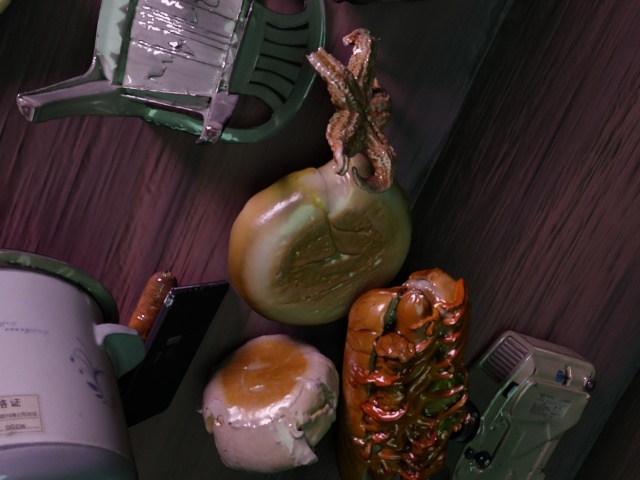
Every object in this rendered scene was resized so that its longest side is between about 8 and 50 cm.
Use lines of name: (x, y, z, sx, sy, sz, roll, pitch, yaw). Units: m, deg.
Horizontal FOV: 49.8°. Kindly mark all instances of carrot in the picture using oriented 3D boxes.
carrot: (-0.204, 0.105, 0.773, 0.035, 0.036, 0.165, 23, 103, -26)

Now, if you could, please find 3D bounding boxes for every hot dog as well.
hot dog: (0.104, 0.190, 0.826, 0.158, 0.117, 0.349, -15, 132, -22)

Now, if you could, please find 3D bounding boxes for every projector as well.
projector: (0.260, 0.266, 0.973, 0.193, 0.088, 0.270, 18, 104, -28)

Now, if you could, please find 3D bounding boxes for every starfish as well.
starfish: (0.041, -0.129, 0.677, 0.053, 0.210, 0.150, -28, 114, 33)

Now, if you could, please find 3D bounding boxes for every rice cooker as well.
rice cooker: (-0.305, 0.154, 0.616, 0.316, 0.317, 0.264, -15, 144, -14)

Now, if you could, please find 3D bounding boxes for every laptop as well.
laptop: (-0.166, 0.126, 0.757, 0.016, 0.129, 0.180, 31, 101, 16)

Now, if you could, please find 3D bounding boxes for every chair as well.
chair: (-0.101, -0.180, 0.615, 0.190, 0.275, 0.204, 18, 106, -1)

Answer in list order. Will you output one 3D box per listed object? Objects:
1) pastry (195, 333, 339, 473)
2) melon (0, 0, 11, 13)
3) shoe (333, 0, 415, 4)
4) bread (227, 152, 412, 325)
pastry: (-0.057, 0.184, 0.792, 0.165, 0.166, 0.088, -26, 124, -9)
melon: (-0.324, -0.246, 0.574, 0.160, 0.079, 0.128, -8, 131, -18)
shoe: (0.095, -0.371, 0.658, 0.149, 0.109, 0.293, 0, 113, -24)
bread: (0.000, 0.000, 0.763, 0.213, 0.105, 0.213, -13, 124, -21)
